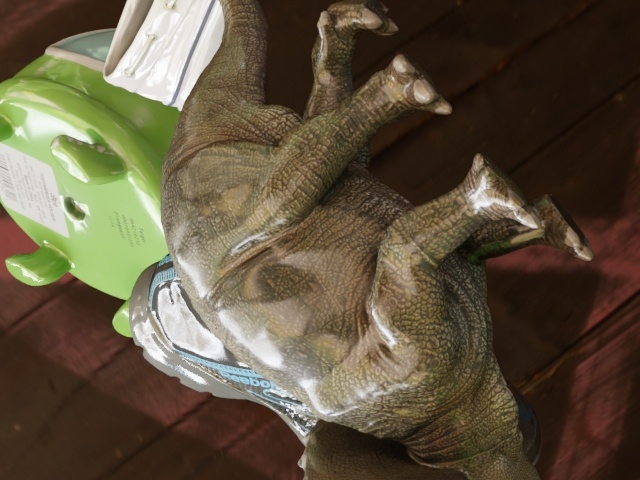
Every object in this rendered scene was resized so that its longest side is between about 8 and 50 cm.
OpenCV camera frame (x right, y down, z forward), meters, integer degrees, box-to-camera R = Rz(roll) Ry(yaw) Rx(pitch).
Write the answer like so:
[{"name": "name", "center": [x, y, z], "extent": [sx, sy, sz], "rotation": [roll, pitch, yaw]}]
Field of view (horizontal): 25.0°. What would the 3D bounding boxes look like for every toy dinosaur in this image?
[{"name": "toy dinosaur", "center": [0.000, 0.000, 0.585], "extent": [0.160, 0.121, 0.313], "rotation": [-44, -101, 14]}]

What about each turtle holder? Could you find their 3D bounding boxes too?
[{"name": "turtle holder", "center": [-0.147, -0.077, 1.273], "extent": [0.227, 0.320, 0.243], "rotation": [-46, -64, -34]}]

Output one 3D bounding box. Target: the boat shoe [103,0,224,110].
[{"name": "boat shoe", "center": [-0.079, -0.170, 0.855], "extent": [0.076, 0.226, 0.083], "rotation": [7, -143, -17]}]

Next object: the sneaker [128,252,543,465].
[{"name": "sneaker", "center": [0.028, 0.099, 1.063], "extent": [0.341, 0.140, 0.125], "rotation": [23, -116, -15]}]
